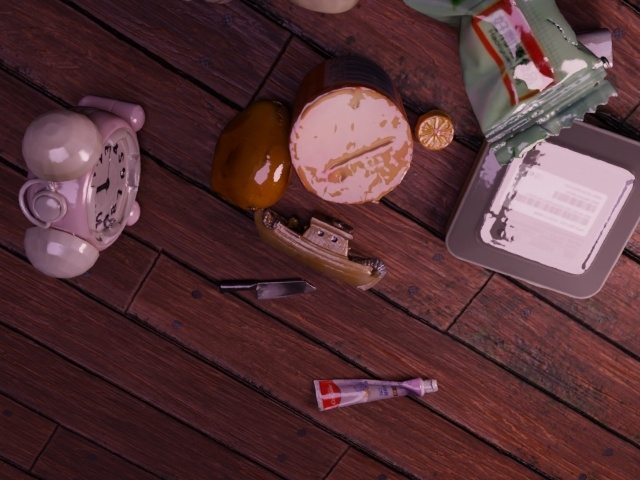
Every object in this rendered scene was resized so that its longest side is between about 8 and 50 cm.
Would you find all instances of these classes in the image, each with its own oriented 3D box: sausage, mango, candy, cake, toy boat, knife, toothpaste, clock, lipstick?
[{"bbox_3d":[0.056,-0.224,1.497,0.233,0.287,0.233,0,113,-1],"label":"sausage"},{"bbox_3d":[-0.123,-0.178,1.609,0.136,0.166,0.235,4,97,-42],"label":"mango"},{"bbox_3d":[0.353,-0.370,1.434,0.263,0.172,0.397,-30,92,19],"label":"candy"},{"bbox_3d":[0.239,-0.231,1.609,0.084,0.044,0.084,2,115,3],"label":"cake"},{"bbox_3d":[0.000,0.000,1.708,0.321,0.089,0.121,27,107,-5],"label":"toy boat"},{"bbox_3d":[-0.123,0.115,1.807,0.231,0.028,0.060,-3,126,3],"label":"knife"},{"bbox_3d":[0.136,0.368,1.883,0.301,0.048,0.075,-7,117,10],"label":"toothpaste"},{"bbox_3d":[-0.486,-0.121,1.565,0.184,0.325,0.342,5,114,4],"label":"clock"},{"bbox_3d":[0.440,-0.361,1.518,0.253,0.079,0.077,-7,109,13],"label":"lipstick"}]

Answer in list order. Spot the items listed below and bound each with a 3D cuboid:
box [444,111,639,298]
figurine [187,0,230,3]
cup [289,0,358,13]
[{"bbox_3d":[0.490,-0.080,1.632,0.367,0.090,0.373,18,113,-3],"label":"box"},{"bbox_3d":[-0.170,-0.604,1.432,0.185,0.204,0.332,25,87,-23],"label":"figurine"},{"bbox_3d":[-0.004,-0.521,1.379,0.173,0.255,0.202,23,122,11],"label":"cup"}]
